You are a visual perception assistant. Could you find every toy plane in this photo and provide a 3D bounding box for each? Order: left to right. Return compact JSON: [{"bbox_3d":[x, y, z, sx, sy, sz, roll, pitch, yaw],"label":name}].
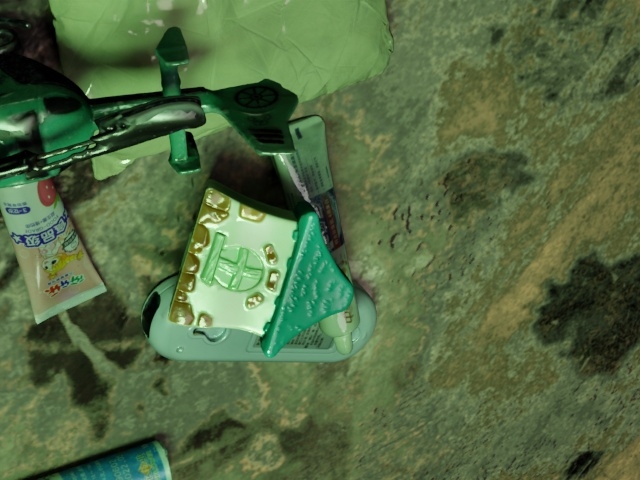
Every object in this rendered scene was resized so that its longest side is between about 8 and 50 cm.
[{"bbox_3d":[-0.205,-0.080,0.915,0.381,0.155,0.106,-7,128,-7],"label":"toy plane"}]

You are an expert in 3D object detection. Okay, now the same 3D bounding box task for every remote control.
[{"bbox_3d":[-0.052,0.077,1.232,0.244,0.047,0.087,3,123,-31],"label":"remote control"}]

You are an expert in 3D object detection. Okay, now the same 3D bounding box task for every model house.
[{"bbox_3d":[-0.045,0.026,1.108,0.149,0.100,0.127,16,96,-8],"label":"model house"}]

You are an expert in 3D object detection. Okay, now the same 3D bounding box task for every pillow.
[{"bbox_3d":[-0.075,-0.202,0.995,0.280,0.076,0.274,-22,129,-17],"label":"pillow"}]

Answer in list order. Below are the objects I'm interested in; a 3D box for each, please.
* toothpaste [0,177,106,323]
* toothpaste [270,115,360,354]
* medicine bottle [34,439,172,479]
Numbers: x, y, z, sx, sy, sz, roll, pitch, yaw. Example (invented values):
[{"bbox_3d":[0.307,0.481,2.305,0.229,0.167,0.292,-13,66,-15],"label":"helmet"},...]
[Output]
[{"bbox_3d":[-0.230,-0.008,1.069,0.067,0.043,0.194,-27,138,-15],"label":"toothpaste"},{"bbox_3d":[0.000,0.000,1.186,0.060,0.038,0.233,-22,113,-23],"label":"toothpaste"},{"bbox_3d":[-0.235,0.241,1.236,0.191,0.051,0.051,-16,129,-22],"label":"medicine bottle"}]
